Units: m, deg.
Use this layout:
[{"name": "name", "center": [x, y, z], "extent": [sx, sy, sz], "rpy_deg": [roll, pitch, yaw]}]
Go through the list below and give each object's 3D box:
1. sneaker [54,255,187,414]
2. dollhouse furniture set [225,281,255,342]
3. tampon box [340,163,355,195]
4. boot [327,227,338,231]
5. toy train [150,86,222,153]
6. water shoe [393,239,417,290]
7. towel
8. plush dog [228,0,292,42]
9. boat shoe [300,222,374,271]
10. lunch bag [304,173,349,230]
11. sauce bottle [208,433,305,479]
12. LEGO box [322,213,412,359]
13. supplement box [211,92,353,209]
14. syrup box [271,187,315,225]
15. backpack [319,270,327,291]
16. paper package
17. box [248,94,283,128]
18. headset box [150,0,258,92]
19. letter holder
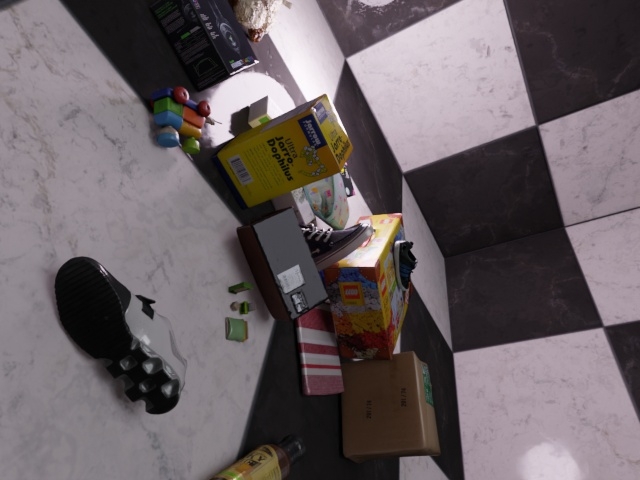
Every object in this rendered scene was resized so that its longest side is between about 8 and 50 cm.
[{"name": "sneaker", "center": [-0.370, 0.165, 0.857], "extent": [0.146, 0.122, 0.331], "rpy_deg": [-89, 154, -72]}, {"name": "dollhouse furniture set", "center": [-0.211, 0.195, 1.204], "extent": [0.076, 0.058, 0.152], "rpy_deg": [30, 48, -55]}, {"name": "tampon box", "center": [0.078, -0.270, 2.050], "extent": [0.120, 0.101, 0.161], "rpy_deg": [-15, 88, -64]}, {"name": "boot", "center": [0.078, 0.079, 1.870], "extent": [0.115, 0.112, 0.305], "rpy_deg": [-59, 140, -19]}, {"name": "toy train", "center": [-0.346, -0.300, 1.213], "extent": [0.248, 0.105, 0.144], "rpy_deg": [17, 69, -61]}, {"name": "water shoe", "center": [0.321, 0.098, 1.648], "extent": [0.073, 0.080, 0.203], "rpy_deg": [-53, 134, -58]}, {"name": "towel", "center": [-0.012, 0.361, 1.537], "extent": [0.237, 0.037, 0.329], "rpy_deg": [27, 49, -55]}, {"name": "plush dog", "center": [-0.249, -0.917, 1.733], "extent": [0.262, 0.210, 0.226], "rpy_deg": [52, 55, -38]}, {"name": "boat shoe", "center": [0.000, 0.000, 1.459], "extent": [0.158, 0.340, 0.127], "rpy_deg": [53, 25, -9]}, {"name": "lunch bag", "center": [0.021, -0.172, 1.763], "extent": [0.223, 0.160, 0.263], "rpy_deg": [41, 34, -71]}, {"name": "sauce bottle", "center": [-0.146, 0.553, 1.049], "extent": [0.344, 0.111, 0.112], "rpy_deg": [6, 69, -65]}, {"name": "LEGO box", "center": [0.206, 0.157, 1.721], "extent": [0.500, 0.192, 0.373], "rpy_deg": [-51, 133, -59]}, {"name": "supplement box", "center": [-0.111, -0.267, 1.358], "extent": [0.195, 0.356, 0.194], "rpy_deg": [61, 28, -22]}, {"name": "syrup box", "center": [-0.117, -0.158, 1.583], "extent": [0.237, 0.096, 0.093], "rpy_deg": [67, 27, -12]}, {"name": "backpack", "center": [0.027, 0.130, 1.691], "extent": [0.101, 0.097, 0.120], "rpy_deg": [59, 29, -25]}, {"name": "paper package", "center": [0.238, 0.590, 1.572], "extent": [0.168, 0.309, 0.325], "rpy_deg": [47, 34, -48]}, {"name": "box", "center": [-0.198, -0.446, 1.614], "extent": [0.101, 0.087, 0.102], "rpy_deg": [42, 39, -47]}, {"name": "headset box", "center": [-0.350, -0.640, 1.377], "extent": [0.283, 0.131, 0.246], "rpy_deg": [62, 26, -20]}, {"name": "letter holder", "center": [-0.139, 0.073, 1.359], "extent": [0.151, 0.214, 0.302], "rpy_deg": [-27, 101, -33]}]
